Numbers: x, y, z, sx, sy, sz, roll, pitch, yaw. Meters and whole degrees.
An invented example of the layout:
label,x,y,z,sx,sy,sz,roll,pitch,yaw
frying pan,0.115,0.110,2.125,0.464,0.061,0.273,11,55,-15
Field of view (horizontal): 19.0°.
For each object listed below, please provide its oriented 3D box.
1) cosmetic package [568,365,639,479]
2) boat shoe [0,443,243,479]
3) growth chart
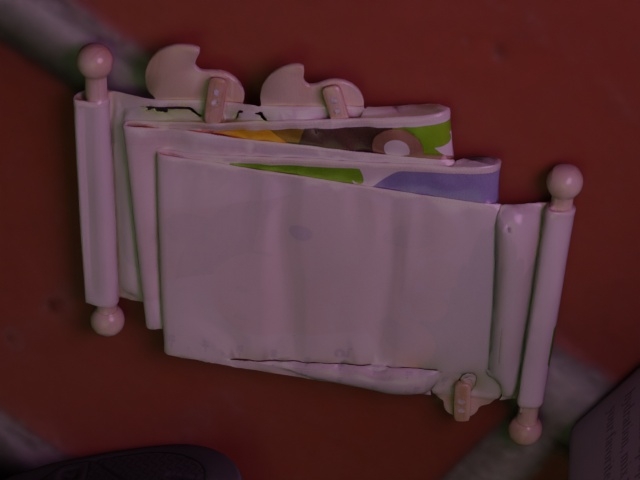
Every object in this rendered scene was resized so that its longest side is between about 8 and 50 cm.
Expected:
label,x,y,z,sx,sy,sz,roll,pitch,yaw
cosmetic package,0.292,0.046,0.706,0.161,0.230,0.453,35,121,-12
boat shoe,-0.182,0.180,0.942,0.320,0.118,0.103,-12,114,9
growth chart,0.000,0.000,0.852,0.237,0.021,0.172,13,122,2
